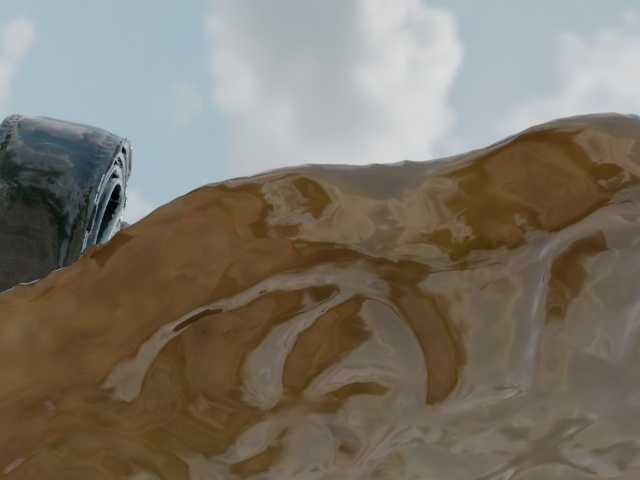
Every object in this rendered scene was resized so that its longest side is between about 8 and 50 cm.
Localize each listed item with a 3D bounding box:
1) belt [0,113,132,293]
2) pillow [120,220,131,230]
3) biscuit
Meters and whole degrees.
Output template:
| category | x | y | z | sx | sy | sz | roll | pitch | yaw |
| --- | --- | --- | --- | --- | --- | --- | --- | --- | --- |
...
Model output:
| category | x | y | z | sx | sy | sz | roll | pitch | yaw |
| --- | --- | --- | --- | --- | --- | --- | --- | --- | --- |
| belt | -0.206 | 0.019 | 1.378 | 0.267 | 0.116 | 0.206 | -80 | -178 | -74 |
| pillow | -0.201 | 0.072 | 1.591 | 0.128 | 0.229 | 0.051 | 42 | -40 | 18 |
| biscuit | 0.010 | 0.111 | 0.706 | 0.365 | 0.385 | 0.062 | 50 | 16 | -49 |
